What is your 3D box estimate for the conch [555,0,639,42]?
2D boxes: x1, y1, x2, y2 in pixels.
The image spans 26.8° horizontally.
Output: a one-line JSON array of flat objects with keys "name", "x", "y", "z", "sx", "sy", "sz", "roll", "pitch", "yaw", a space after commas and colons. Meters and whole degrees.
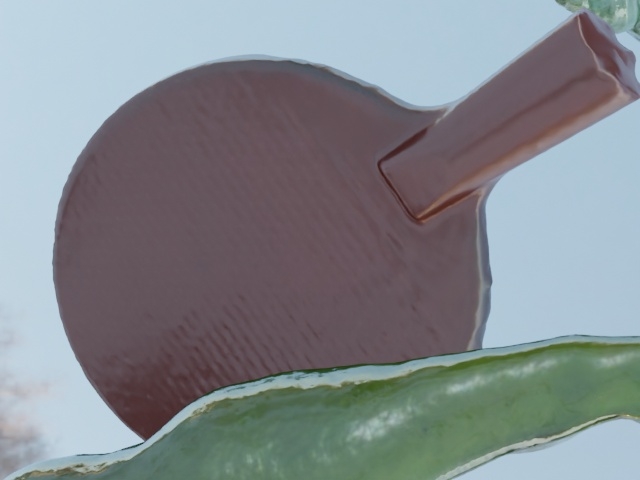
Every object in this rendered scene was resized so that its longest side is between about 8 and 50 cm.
[{"name": "conch", "x": 0.288, "y": -0.226, "z": 1.160, "sx": 0.176, "sy": 0.188, "sz": 0.122, "roll": 19, "pitch": -88, "yaw": 60}]

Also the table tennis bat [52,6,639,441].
[{"name": "table tennis bat", "x": 0.000, "y": 0.000, "z": 0.781, "sx": 0.415, "sy": 0.051, "sz": 0.268, "roll": -34, "pitch": -87, "yaw": 32}]

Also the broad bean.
[{"name": "broad bean", "x": 0.010, "y": 0.082, "z": 0.440, "sx": 0.318, "sy": 0.056, "sz": 0.098, "roll": -7, "pitch": -132, "yaw": 17}]
